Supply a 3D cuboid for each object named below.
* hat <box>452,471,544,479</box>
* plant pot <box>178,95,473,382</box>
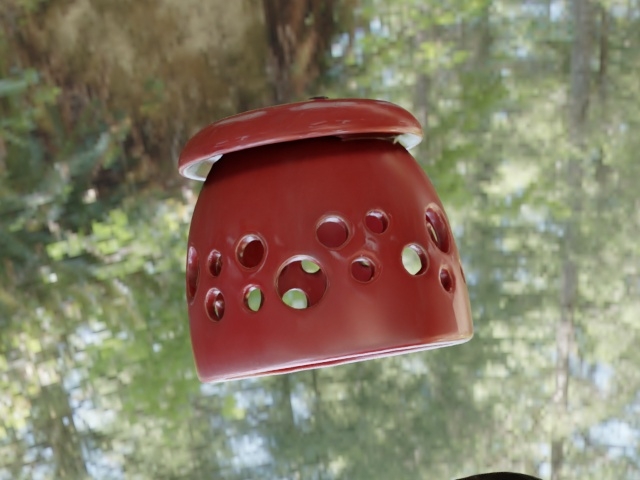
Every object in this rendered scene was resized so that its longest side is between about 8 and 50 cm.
[{"bbox_3d":[0.116,0.225,0.950,0.331,0.134,0.331,-11,-154,6],"label":"hat"},{"bbox_3d":[0.000,0.000,1.061,0.191,0.191,0.174,-7,-96,-1],"label":"plant pot"}]
